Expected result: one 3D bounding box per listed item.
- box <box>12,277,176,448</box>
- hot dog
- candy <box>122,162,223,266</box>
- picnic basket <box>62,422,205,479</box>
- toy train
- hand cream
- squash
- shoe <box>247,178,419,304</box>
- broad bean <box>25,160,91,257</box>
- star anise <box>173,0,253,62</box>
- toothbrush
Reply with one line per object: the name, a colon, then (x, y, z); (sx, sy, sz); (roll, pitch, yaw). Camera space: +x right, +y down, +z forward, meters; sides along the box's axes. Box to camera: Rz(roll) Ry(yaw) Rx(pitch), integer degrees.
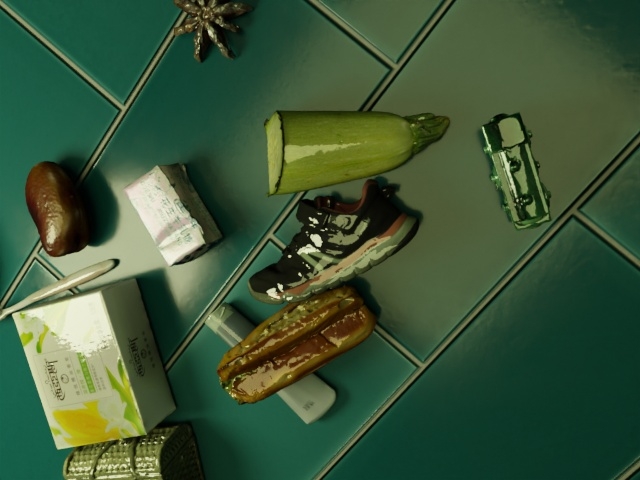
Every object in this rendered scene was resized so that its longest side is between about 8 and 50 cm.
box: (-0.397, 0.218, 0.984); (0.194, 0.111, 0.261); (-15, 97, 17)
hot dog: (-0.042, 0.159, 0.874); (0.268, 0.072, 0.115); (-27, 113, -3)
candy: (-0.242, -0.045, 0.923); (0.092, 0.073, 0.160); (-30, 91, 21)
picnic basket: (-0.329, 0.414, 0.987); (0.196, 0.134, 0.154); (-9, 100, 15)
toy train: (0.272, -0.094, 0.770); (0.071, 0.111, 0.171); (-18, 94, 20)
hand cream: (-0.086, 0.206, 0.939); (0.255, 0.048, 0.079); (41, 110, 1)
squash: (0.044, -0.137, 0.810); (0.287, 0.137, 0.138); (-3, 98, 13)
shoe: (0.000, 0.000, 0.848); (0.290, 0.114, 0.137); (-28, 97, 14)
broad bean: (-0.463, -0.057, 0.971); (0.114, 0.084, 0.165); (-31, 85, 21)
star anise: (-0.178, -0.352, 0.876); (0.140, 0.042, 0.141); (2, 98, 14)
toothbrush: (-0.510, 0.096, 1.021); (0.307, 0.029, 0.025); (-23, 68, 10)
